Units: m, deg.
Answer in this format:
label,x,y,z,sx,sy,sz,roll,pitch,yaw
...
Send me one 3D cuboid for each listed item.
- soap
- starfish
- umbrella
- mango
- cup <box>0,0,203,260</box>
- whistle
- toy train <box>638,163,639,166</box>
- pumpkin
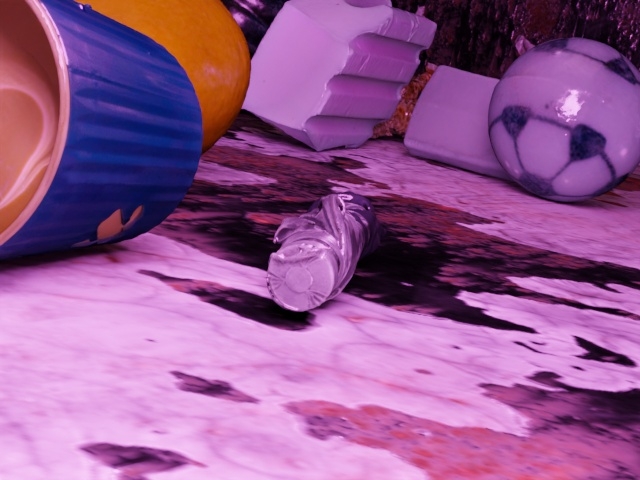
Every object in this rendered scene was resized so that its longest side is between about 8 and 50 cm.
label,x,y,z,sx,sy,sz,roll,pitch,yaw
soap,0.015,-0.168,1.471,0.091,0.145,0.230,32,13,16
starfish,0.082,-0.157,1.741,0.302,0.084,0.293,5,12,-13
umbrella,0.000,0.000,0.784,0.046,0.050,0.188,-8,6,10
mango,-0.161,-0.098,0.926,0.195,0.142,0.332,11,16,22
cup,-0.152,-0.049,0.710,0.177,0.131,0.155,-11,-5,22
whistle,0.199,-0.118,1.445,0.290,0.163,0.163,16,10,29
toy train,0.301,-0.105,1.806,0.234,0.051,0.052,12,9,-25
pumpkin,-0.104,-0.249,1.748,0.150,0.194,0.194,48,11,0
